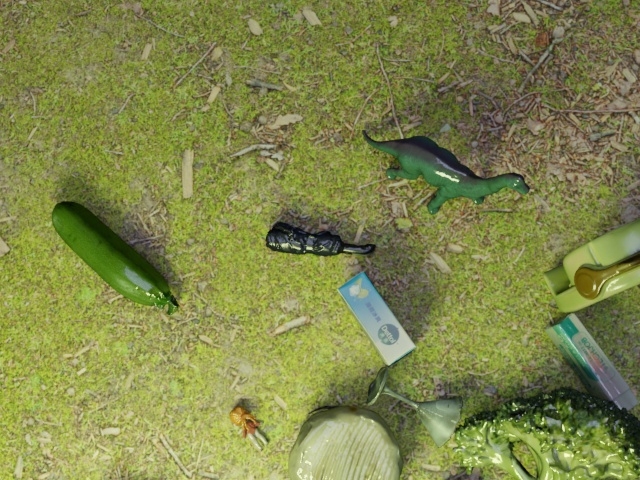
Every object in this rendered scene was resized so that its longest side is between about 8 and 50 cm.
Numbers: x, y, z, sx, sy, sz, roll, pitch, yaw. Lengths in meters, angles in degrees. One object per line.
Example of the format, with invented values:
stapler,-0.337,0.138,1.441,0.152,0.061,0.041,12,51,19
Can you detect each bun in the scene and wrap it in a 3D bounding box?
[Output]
bun,0.046,0.453,1.643,0.239,0.141,0.239,1,82,-7

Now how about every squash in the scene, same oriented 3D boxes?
squash,-0.466,0.043,1.783,0.379,0.101,0.101,38,83,9

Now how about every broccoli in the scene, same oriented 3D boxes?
broccoli,0.510,0.483,1.571,0.353,0.275,0.397,-37,66,40

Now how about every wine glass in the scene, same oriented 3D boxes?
wine glass,0.192,0.344,1.653,0.183,0.122,0.122,25,81,-3

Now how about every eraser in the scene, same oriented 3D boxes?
eraser,0.570,0.262,1.674,0.052,0.095,0.225,-32,79,-10

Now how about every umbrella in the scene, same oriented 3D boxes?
umbrella,-0.001,0.007,1.778,0.248,0.071,0.070,10,79,7

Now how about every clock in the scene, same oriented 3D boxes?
clock,0.622,0.034,1.592,0.286,0.348,0.117,-23,78,-2

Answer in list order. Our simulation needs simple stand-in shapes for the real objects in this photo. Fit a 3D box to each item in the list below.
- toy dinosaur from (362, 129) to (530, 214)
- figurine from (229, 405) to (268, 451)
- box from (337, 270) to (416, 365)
toy dinosaur,0.247,-0.177,1.667,0.383,0.331,0.129,36,80,8
figurine,-0.153,0.407,1.716,0.064,0.047,0.109,-37,84,-34
box,0.119,0.172,1.698,0.073,0.139,0.194,-33,79,-4
